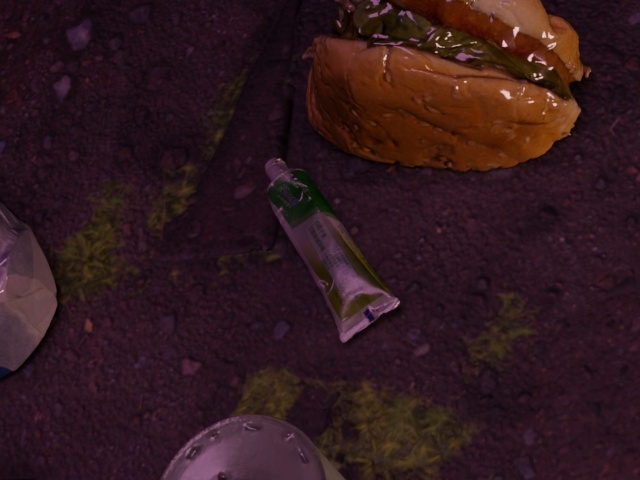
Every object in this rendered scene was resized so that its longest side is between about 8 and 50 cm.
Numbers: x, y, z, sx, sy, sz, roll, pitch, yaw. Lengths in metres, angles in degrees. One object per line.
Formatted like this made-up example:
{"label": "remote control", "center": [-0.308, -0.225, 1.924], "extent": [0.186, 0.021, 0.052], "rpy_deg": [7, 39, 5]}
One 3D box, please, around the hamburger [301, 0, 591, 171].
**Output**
{"label": "hamburger", "center": [0.105, -0.197, 1.598], "extent": [0.330, 0.209, 0.162], "rpy_deg": [6, 63, 27]}

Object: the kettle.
{"label": "kettle", "center": [-0.002, 0.282, 1.324], "extent": [0.240, 0.255, 0.165], "rpy_deg": [-3, 57, 22]}

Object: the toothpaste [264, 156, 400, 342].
{"label": "toothpaste", "center": [0.000, 0.000, 1.623], "extent": [0.078, 0.047, 0.248], "rpy_deg": [-35, 57, 4]}

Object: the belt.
{"label": "belt", "center": [-0.459, 0.020, 1.749], "extent": [0.212, 0.117, 0.347], "rpy_deg": [-45, 54, -7]}
